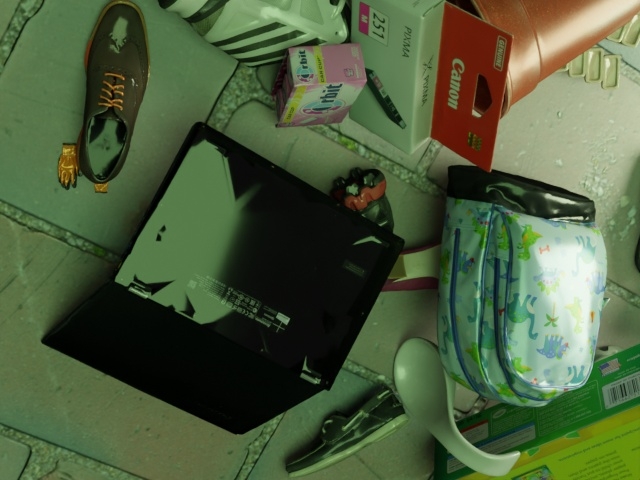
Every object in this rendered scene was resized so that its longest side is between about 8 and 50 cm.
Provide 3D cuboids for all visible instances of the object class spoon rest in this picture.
[{"bbox_3d":[0.208,0.276,1.846,0.084,0.276,0.137,-10,136,-40],"label":"spoon rest"}]

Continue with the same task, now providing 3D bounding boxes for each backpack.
[{"bbox_3d":[0.316,0.085,1.784,0.290,0.273,0.355,11,101,-39],"label":"backpack"}]

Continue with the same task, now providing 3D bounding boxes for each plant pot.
[{"bbox_3d":[0.313,-0.361,1.667,0.265,0.272,0.272,-29,112,-9],"label":"plant pot"}]

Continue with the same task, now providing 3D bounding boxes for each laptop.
[{"bbox_3d":[-0.154,0.081,1.738,0.382,0.236,0.407,29,85,-22],"label":"laptop"}]

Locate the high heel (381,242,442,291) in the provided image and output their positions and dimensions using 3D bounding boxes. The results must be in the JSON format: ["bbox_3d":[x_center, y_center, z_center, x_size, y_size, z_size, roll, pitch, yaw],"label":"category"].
[{"bbox_3d":[0.160,0.054,1.877,0.244,0.117,0.082,-7,84,-35],"label":"high heel"}]

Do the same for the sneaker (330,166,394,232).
[{"bbox_3d":[0.000,0.000,1.780,0.276,0.097,0.135,-30,110,-6],"label":"sneaker"}]

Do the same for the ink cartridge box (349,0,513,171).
[{"bbox_3d":[0.150,-0.233,1.623,0.060,0.239,0.275,-40,150,-28],"label":"ink cartridge box"}]

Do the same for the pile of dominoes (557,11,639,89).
[{"bbox_3d":[0.404,-0.371,1.822,0.251,0.040,0.196,16,103,-11],"label":"pile of dominoes"}]

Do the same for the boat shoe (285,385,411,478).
[{"bbox_3d":[0.038,0.336,1.923,0.233,0.084,0.079,-31,75,3],"label":"boat shoe"}]

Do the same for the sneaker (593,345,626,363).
[{"bbox_3d":[0.643,0.266,2.022,0.331,0.146,0.122,0,106,-17],"label":"sneaker"}]

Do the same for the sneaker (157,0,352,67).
[{"bbox_3d":[-0.005,-0.442,1.627,0.257,0.169,0.447,37,103,-31],"label":"sneaker"}]

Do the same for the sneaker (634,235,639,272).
[{"bbox_3d":[0.613,-0.029,1.942,0.084,0.097,0.234,-4,108,-15],"label":"sneaker"}]

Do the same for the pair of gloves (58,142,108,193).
[{"bbox_3d":[-0.355,-0.109,1.694,0.083,0.010,0.074,4,106,-18],"label":"pair of gloves"}]

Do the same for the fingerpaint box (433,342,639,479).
[{"bbox_3d":[0.478,0.416,1.930,0.445,0.163,0.371,-28,114,22],"label":"fingerpaint box"}]

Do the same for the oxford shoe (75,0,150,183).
[{"bbox_3d":[-0.297,-0.213,1.627,0.097,0.098,0.271,5,101,-16],"label":"oxford shoe"}]

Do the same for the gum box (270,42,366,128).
[{"bbox_3d":[-0.007,-0.227,1.667,0.107,0.188,0.062,-6,77,-12],"label":"gum box"}]
